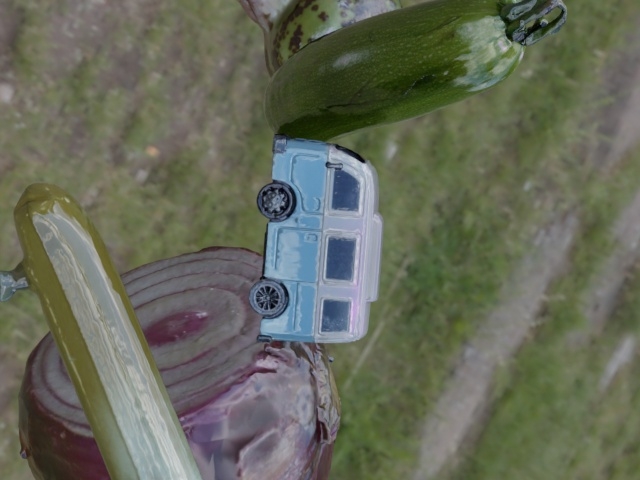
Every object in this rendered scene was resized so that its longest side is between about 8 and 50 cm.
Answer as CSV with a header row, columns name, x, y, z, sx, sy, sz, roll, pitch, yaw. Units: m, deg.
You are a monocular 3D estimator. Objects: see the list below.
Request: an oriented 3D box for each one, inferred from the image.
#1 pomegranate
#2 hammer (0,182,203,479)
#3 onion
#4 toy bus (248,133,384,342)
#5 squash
name,x,y,z,sx,sy,sz,roll,pitch,yaw
pomegranate,-0.009,-0.174,1.167,0.138,0.163,0.125,-107,-149,-76
hammer,-0.094,0.108,0.726,0.113,0.305,0.202,-26,175,4
onion,-0.118,0.179,1.260,0.336,0.282,0.260,-100,178,-63
toy bus,0.000,0.000,0.821,0.060,0.075,0.123,-19,114,-84
squash,0.033,-0.105,0.901,0.080,0.318,0.071,31,67,-23
